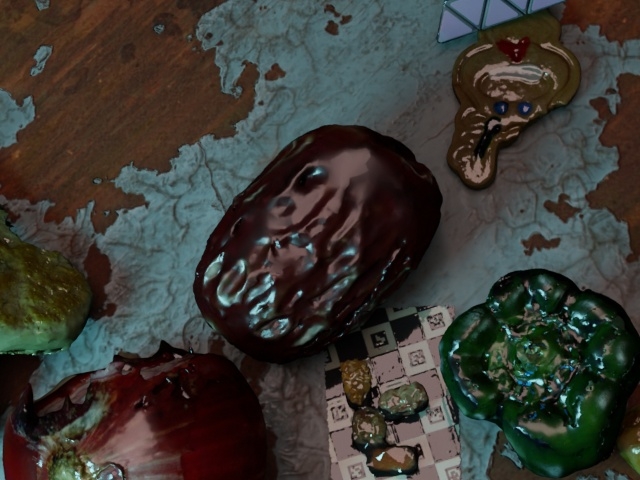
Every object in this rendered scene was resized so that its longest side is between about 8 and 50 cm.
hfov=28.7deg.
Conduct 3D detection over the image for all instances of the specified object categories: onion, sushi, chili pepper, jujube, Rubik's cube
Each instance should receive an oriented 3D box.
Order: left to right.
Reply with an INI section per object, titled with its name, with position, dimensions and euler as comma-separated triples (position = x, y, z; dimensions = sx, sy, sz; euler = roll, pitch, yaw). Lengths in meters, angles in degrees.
[onion]
position = -0.230, 0.289, 1.607
dimensions = 0.341, 0.341, 0.341
euler = -3, 69, 7
[jujube]
position = 0.000, 0.000, 1.716
dimensions = 0.258, 0.258, 0.377
euler = 40, 81, 19
[sushi]
position = 0.094, 0.218, 1.729
dimensions = 0.192, 0.043, 0.279
euler = -3, 69, 7
[Rubik's cube]
position = 0.278, -0.363, 1.881
dimensions = 0.178, 0.211, 0.190
euler = 23, 103, 16
[chili pepper]
position = 0.293, 0.173, 1.608
dimensions = 0.233, 0.257, 0.248
euler = -43, 68, -3

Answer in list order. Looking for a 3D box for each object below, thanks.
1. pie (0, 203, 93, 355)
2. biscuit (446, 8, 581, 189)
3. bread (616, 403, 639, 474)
[pie]
position = -0.496, 0.038, 1.777
dimensions = 0.371, 0.296, 0.078
euler = 41, 122, 21
[biscuit]
position = 0.279, -0.222, 1.871
dimensions = 0.183, 0.047, 0.320
euler = 27, 77, 19
[bread]
position = 0.495, 0.312, 1.611
dimensions = 0.269, 0.087, 0.098
euler = 42, 101, 20
